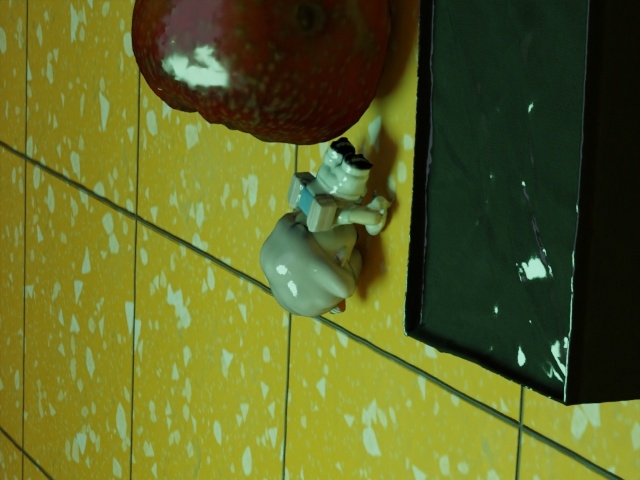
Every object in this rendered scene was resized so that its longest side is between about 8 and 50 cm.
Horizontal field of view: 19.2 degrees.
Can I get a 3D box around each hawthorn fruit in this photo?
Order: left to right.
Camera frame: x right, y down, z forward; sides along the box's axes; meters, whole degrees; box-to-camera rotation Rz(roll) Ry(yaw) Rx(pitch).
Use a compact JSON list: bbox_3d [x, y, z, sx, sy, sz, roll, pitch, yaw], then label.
[{"bbox_3d":[-0.057,-0.237,1.917,0.275,0.275,0.299,49,135,51],"label":"hawthorn fruit"}]

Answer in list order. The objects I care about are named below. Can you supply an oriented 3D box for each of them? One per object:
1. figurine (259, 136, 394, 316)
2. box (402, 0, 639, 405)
[{"bbox_3d":[0.000,0.000,1.997,0.137,0.112,0.229,45,130,35],"label":"figurine"},{"bbox_3d":[0.214,-0.062,1.448,0.251,0.205,0.345,23,114,62],"label":"box"}]
